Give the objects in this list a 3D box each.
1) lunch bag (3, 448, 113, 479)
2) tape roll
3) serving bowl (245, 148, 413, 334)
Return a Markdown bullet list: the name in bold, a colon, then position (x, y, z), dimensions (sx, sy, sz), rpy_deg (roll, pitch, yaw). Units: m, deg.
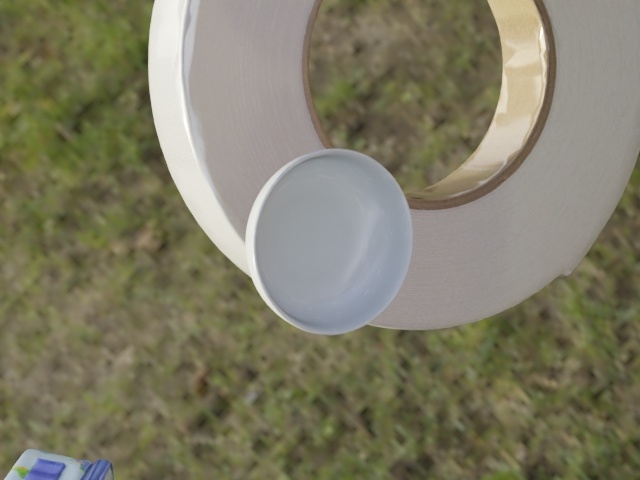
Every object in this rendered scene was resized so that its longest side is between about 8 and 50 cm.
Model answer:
- **lunch bag**: position (-0.217, 0.263, 1.452), dimensions (0.090, 0.176, 0.219), rpy_deg (10, 20, 7)
- **tape roll**: position (0.066, -0.126, 1.432), dimensions (0.392, 0.392, 0.072), rpy_deg (-52, 22, -13)
- **serving bowl**: position (0.000, 0.000, 0.879), dimensions (0.083, 0.083, 0.027), rpy_deg (-55, 28, -17)
